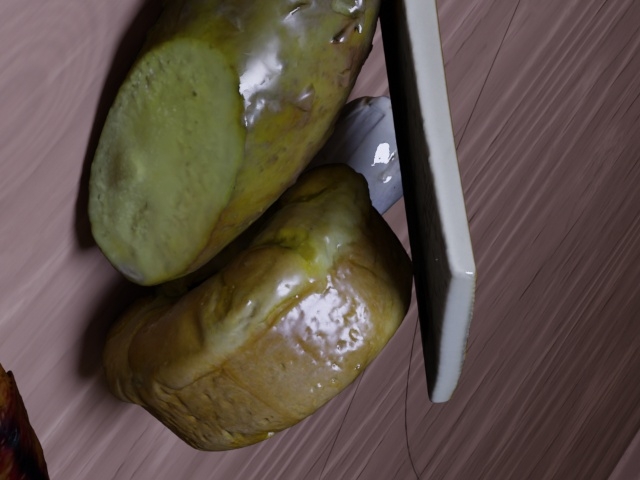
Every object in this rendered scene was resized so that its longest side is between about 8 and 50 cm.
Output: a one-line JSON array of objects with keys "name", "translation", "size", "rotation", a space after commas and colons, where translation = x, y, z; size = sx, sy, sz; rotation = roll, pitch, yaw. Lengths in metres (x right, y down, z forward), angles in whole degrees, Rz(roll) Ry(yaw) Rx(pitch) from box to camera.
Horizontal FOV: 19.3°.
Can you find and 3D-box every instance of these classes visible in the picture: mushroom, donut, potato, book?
[{"name": "mushroom", "translation": [-0.001, -0.001, 1.624], "size": [0.096, 0.099, 0.278], "rotation": [6, 115, -53]}, {"name": "donut", "translation": [-0.049, 0.057, 1.391], "size": [0.208, 0.128, 0.261], "rotation": [-51, -165, -27]}, {"name": "potato", "translation": [-0.056, -0.101, 1.291], "size": [0.298, 0.141, 0.176], "rotation": [-64, 154, 4]}, {"name": "book", "translation": [0.070, -0.103, 1.367], "size": [0.269, 0.032, 0.389], "rotation": [89, -5, -66]}]

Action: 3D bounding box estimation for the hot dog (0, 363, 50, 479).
[{"name": "hot dog", "translation": [-0.241, 0.161, 1.235], "size": [0.160, 0.099, 0.227], "rotation": [-52, 158, -25]}]
